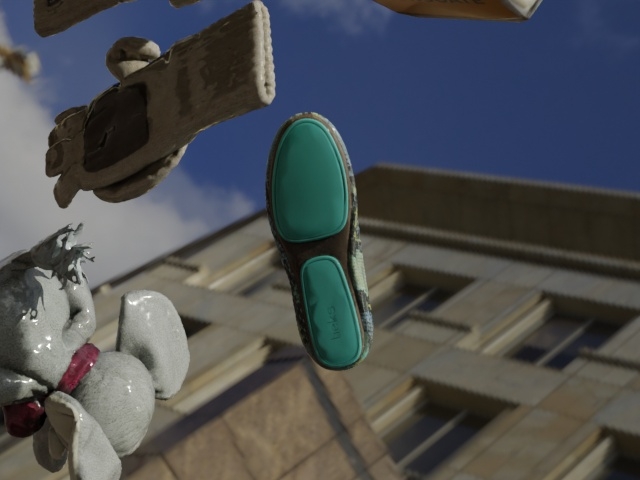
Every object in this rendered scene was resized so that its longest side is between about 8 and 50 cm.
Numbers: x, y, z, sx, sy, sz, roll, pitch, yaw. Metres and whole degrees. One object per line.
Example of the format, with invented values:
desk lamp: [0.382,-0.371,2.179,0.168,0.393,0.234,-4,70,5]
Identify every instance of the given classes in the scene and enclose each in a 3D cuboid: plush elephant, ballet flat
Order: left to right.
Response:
plush elephant: [-0.284,0.144,1.392,0.330,0.272,0.255,-27,-78,38]
ballet flat: [0.000,0.000,0.960,0.070,0.070,0.188,1,-80,47]

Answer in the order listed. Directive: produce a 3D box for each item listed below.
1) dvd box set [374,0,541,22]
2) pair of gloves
dvd box set: [-0.053,-0.254,0.233,0.062,0.420,0.307,9,-96,40]
pair of gloves: [-0.115,-0.145,0.903,0.204,0.042,0.240,-29,-124,29]
